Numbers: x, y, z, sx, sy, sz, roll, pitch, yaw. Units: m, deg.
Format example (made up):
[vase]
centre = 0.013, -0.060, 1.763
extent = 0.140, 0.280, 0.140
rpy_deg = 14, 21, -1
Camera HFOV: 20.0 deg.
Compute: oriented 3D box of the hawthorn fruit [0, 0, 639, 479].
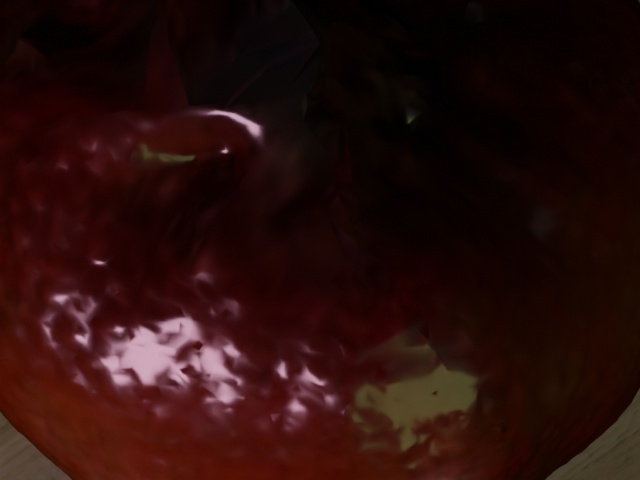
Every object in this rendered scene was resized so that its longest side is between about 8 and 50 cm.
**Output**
[hawthorn fruit]
centre = 0.009, -0.006, 0.699
extent = 0.295, 0.295, 0.311
rpy_deg = -39, 148, 9
